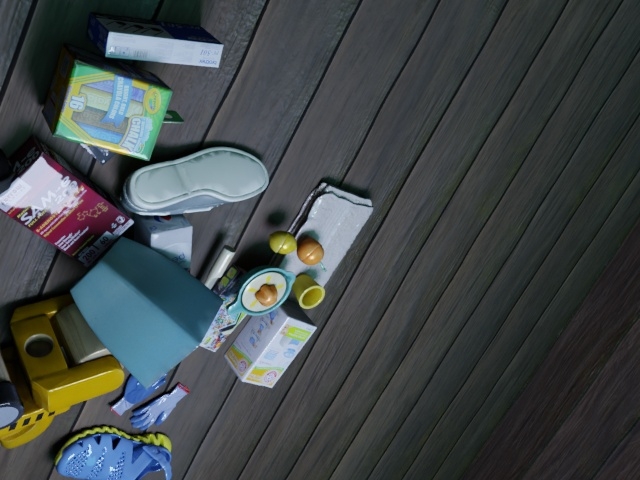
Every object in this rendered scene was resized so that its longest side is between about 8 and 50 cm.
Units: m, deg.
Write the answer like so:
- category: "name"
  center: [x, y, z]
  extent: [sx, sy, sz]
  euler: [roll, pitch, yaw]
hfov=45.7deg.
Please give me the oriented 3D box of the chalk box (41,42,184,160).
- category: "chalk box"
  center: [-0.340, -0.226, 1.287]
  extent: [0.213, 0.132, 0.132]
  euler: [14, 107, -32]

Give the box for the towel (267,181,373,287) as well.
- category: "towel"
  center: [0.000, 0.000, 1.830]
  extent: [0.187, 0.049, 0.282]
  euler: [15, 112, -43]

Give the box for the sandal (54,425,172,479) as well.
- category: "sandal"
  center: [-0.473, 0.530, 1.810]
  extent: [0.317, 0.138, 0.126]
  euler: [13, 115, -42]

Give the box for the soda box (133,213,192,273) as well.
- category: "soda box"
  center: [-0.332, 0.072, 1.587]
  extent: [0.091, 0.098, 0.286]
  euler: [-13, 129, -31]

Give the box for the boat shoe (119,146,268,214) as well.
- category: "boat shoe"
  center: [-0.253, -0.113, 1.529]
  extent: [0.320, 0.116, 0.099]
  euler: [-14, 173, -39]

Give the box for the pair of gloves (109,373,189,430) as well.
- category: "pair of gloves"
  center: [-0.412, 0.377, 1.822]
  extent: [0.159, 0.023, 0.198]
  euler: [-41, 139, -7]

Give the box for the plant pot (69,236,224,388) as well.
- category: "plant pot"
  center: [-0.343, 0.122, 1.452]
  extent: [0.234, 0.165, 0.165]
  euler: [44, 116, -13]

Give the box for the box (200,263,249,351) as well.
- category: "box"
  center: [-0.227, 0.160, 1.785]
  extent: [0.207, 0.036, 0.114]
  euler: [-50, 138, 6]

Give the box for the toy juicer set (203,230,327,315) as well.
- category: "toy juicer set"
  center: [-0.123, 0.082, 1.705]
  extent: [0.329, 0.089, 0.209]
  euler: [-7, 128, -30]

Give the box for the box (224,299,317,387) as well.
- category: "box"
  center: [-0.126, 0.252, 1.887]
  extent: [0.114, 0.103, 0.203]
  euler: [26, 104, -46]

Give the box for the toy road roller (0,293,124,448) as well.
- category: "toy road roller"
  center: [-0.559, 0.270, 1.500]
  extent: [0.330, 0.202, 0.240]
  euler: [-18, 146, -27]

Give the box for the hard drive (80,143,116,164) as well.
- category: "hard drive"
  center: [-0.377, -0.212, 1.381]
  extent: [0.135, 0.022, 0.094]
  euler: [-42, 138, -3]

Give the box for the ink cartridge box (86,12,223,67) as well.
- category: "ink cartridge box"
  center: [-0.281, -0.341, 1.299]
  extent: [0.207, 0.097, 0.046]
  euler: [-3, 124, -36]

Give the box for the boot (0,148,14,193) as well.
- category: "boot"
  center: [-0.603, -0.208, 1.124]
  extent: [0.348, 0.131, 0.260]
  euler: [9, 116, -42]

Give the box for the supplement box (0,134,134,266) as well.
- category: "supplement box"
  center: [-0.472, -0.066, 1.384]
  extent: [0.130, 0.073, 0.239]
  euler: [-45, 137, 0]
